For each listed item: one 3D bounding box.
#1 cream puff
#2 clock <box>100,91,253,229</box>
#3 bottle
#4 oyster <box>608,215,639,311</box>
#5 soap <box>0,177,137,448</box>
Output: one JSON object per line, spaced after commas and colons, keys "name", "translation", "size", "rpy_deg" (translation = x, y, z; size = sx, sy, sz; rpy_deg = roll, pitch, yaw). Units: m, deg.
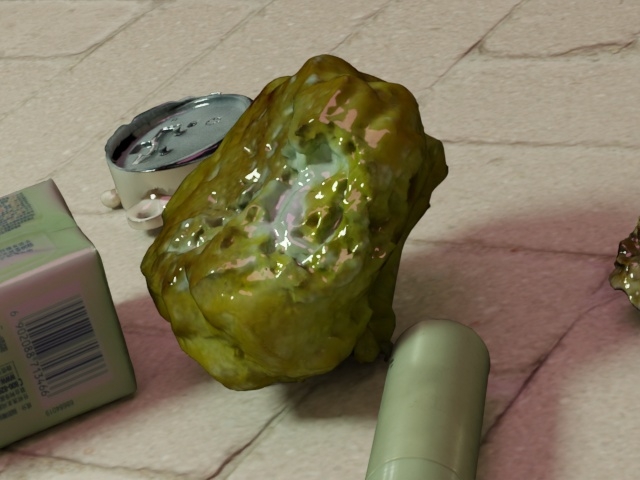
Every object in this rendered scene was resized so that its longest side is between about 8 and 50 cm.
{"name": "cream puff", "translation": [0.000, 0.001, 1.467], "size": [0.282, 0.185, 0.282], "rpy_deg": [-41, 22, 20]}
{"name": "clock", "translation": [-0.125, -0.083, 1.837], "size": [0.156, 0.063, 0.229], "rpy_deg": [-1, 29, 26]}
{"name": "bottle", "translation": [0.070, 0.133, 1.298], "size": [0.072, 0.072, 0.201], "rpy_deg": [-9, 27, 14]}
{"name": "oyster", "translation": [0.316, 0.000, 1.413], "size": [0.214, 0.083, 0.223], "rpy_deg": [-27, 35, -14]}
{"name": "soap", "translation": [-0.266, 0.065, 1.545], "size": [0.199, 0.138, 0.182], "rpy_deg": [-22, 28, -12]}
